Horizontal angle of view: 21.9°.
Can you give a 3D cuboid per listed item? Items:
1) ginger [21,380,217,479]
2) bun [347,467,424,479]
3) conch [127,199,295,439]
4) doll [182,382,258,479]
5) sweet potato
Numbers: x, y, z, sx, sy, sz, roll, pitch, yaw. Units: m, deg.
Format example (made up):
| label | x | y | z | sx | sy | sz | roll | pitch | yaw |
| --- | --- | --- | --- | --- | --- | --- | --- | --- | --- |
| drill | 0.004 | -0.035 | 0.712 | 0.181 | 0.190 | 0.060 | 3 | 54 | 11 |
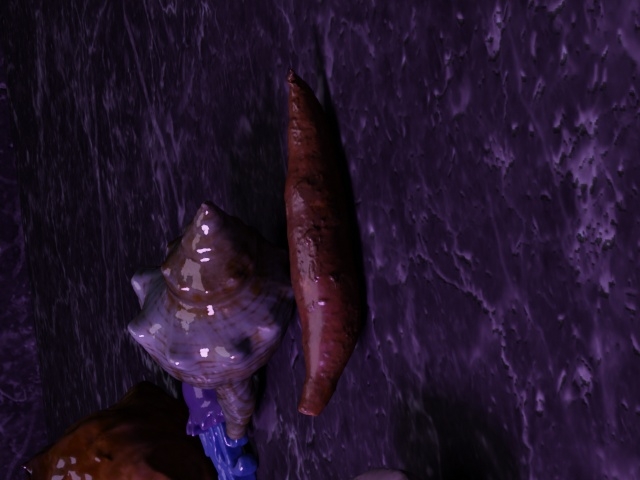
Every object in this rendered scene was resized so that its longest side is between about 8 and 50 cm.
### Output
| label | x | y | z | sx | sy | sz | roll | pitch | yaw |
| --- | --- | --- | --- | --- | --- | --- | --- | --- | --- |
| ginger | -0.234 | 0.305 | 2.120 | 0.223 | 0.200 | 0.269 | 51 | -162 | 8 |
| bun | 0.065 | 0.326 | 1.301 | 0.263 | 0.175 | 0.263 | -48 | 23 | 27 |
| conch | -0.121 | 0.077 | 1.743 | 0.386 | 0.169 | 0.203 | 112 | 171 | -54 |
| doll | -0.116 | 0.228 | 1.946 | 0.110 | 0.067 | 0.206 | -24 | 86 | 57 |
| sweet potato | 0.000 | 0.000 | 1.492 | 0.072 | 0.066 | 0.314 | 173 | 92 | -65 |
